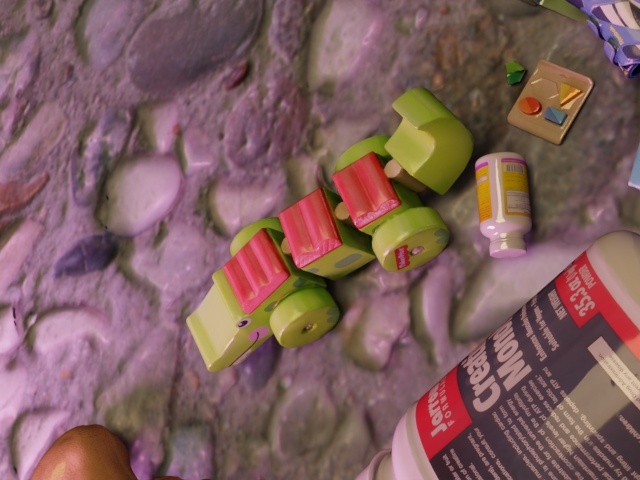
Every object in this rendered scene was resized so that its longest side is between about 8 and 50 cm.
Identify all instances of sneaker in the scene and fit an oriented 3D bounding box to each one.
[{"bbox_3d":[0.243,-0.167,0.811,0.144,0.053,0.059,40,112,28],"label":"sneaker"}]

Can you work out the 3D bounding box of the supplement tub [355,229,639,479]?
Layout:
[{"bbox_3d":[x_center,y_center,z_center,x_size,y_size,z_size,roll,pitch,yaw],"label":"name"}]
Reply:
[{"bbox_3d":[0.173,0.144,0.700,0.272,0.191,0.191,-45,57,17],"label":"supplement tub"}]

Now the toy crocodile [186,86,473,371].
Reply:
[{"bbox_3d":[0.000,0.000,0.915,0.340,0.105,0.115,-38,59,23],"label":"toy crocodile"}]

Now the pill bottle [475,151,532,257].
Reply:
[{"bbox_3d":[0.154,-0.029,0.851,0.043,0.043,0.083,-12,71,33],"label":"pill bottle"}]

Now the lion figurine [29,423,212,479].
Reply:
[{"bbox_3d":[-0.203,0.269,0.973,0.392,0.142,0.240,30,89,41],"label":"lion figurine"}]

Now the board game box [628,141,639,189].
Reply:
[{"bbox_3d":[0.334,-0.144,0.543,0.254,0.079,0.336,30,121,40],"label":"board game box"}]

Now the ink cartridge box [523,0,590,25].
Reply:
[{"bbox_3d":[0.168,-0.280,0.894,0.209,0.062,0.109,34,98,36],"label":"ink cartridge box"}]

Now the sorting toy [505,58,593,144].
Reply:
[{"bbox_3d":[0.185,-0.124,0.873,0.083,0.012,0.062,32,97,36],"label":"sorting toy"}]
